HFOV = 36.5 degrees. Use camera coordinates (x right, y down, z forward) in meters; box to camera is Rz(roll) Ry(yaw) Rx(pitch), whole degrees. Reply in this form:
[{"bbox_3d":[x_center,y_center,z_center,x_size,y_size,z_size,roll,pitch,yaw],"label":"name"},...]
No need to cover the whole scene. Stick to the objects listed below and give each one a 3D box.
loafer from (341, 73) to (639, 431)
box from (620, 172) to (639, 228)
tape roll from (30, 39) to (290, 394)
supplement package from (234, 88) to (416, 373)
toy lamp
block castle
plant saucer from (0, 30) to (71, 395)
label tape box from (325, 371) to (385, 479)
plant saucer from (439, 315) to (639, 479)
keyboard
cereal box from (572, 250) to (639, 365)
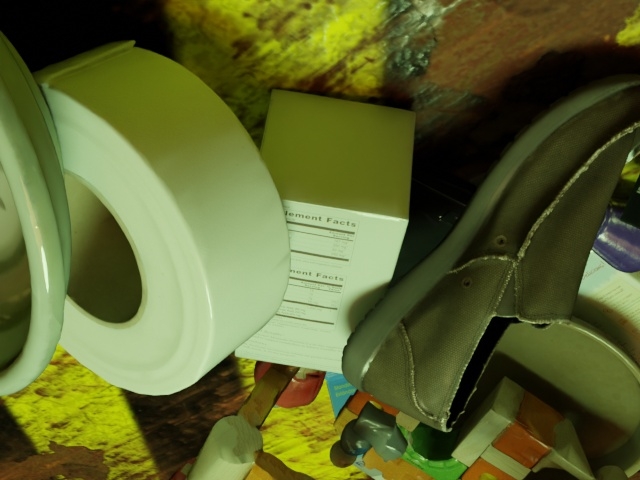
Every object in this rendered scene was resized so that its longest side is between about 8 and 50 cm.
[{"bbox_3d":[0.180,0.021,0.845,0.366,0.130,0.134,-51,157,11],"label":"loafer"},{"bbox_3d":[0.394,-0.010,0.876,0.180,0.147,0.077,16,101,-27],"label":"box"},{"bbox_3d":[-0.164,-0.015,0.809,0.286,0.100,0.286,24,131,30],"label":"tape roll"},{"bbox_3d":[0.000,0.000,0.907,0.134,0.139,0.244,9,141,-1],"label":"supplement package"},{"bbox_3d":[0.380,0.019,1.002,0.275,0.080,0.080,19,142,-23],"label":"toy lamp"},{"bbox_3d":[0.087,0.288,1.052,0.453,0.303,0.213,32,134,4],"label":"block castle"},{"bbox_3d":[-0.302,-0.074,0.744,0.400,0.100,0.400,23,128,32],"label":"plant saucer"},{"bbox_3d":[0.166,0.247,1.312,0.249,0.115,0.348,-20,142,26],"label":"label tape box"},{"bbox_3d":[0.248,0.179,1.112,0.278,0.041,0.277,14,129,18],"label":"plant saucer"},{"bbox_3d":[0.070,0.033,1.072,0.202,0.033,0.317,25,140,-20],"label":"keyboard"},{"bbox_3d":[0.329,0.096,1.096,0.240,0.047,0.173,35,135,-17],"label":"cereal box"}]
